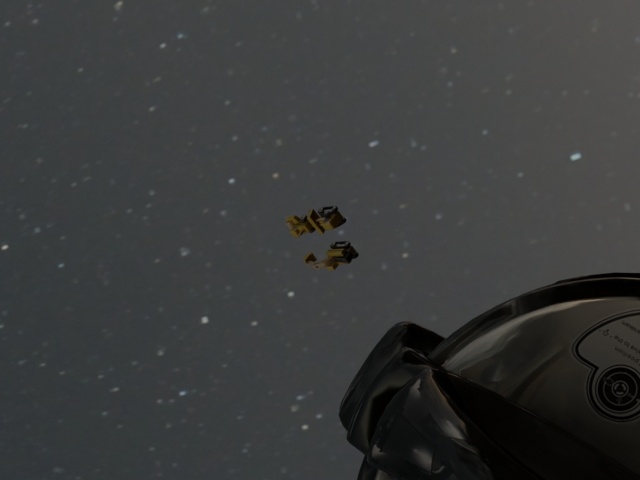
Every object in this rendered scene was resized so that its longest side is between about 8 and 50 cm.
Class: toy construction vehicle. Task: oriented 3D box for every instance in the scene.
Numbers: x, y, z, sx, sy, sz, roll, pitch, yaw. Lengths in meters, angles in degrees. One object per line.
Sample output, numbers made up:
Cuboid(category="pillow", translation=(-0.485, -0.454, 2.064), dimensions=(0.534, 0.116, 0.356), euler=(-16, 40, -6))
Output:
Cuboid(category="toy construction vehicle", translation=(0.000, 0.000, 1.575), dimensions=(0.086, 0.098, 0.035), euler=(54, -126, -29))

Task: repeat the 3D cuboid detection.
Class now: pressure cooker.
Cuboid(category="pressure cooker", translation=(0.223, 0.216, 0.854), dimensions=(0.420, 0.370, 0.375), euler=(27, -126, -62))
